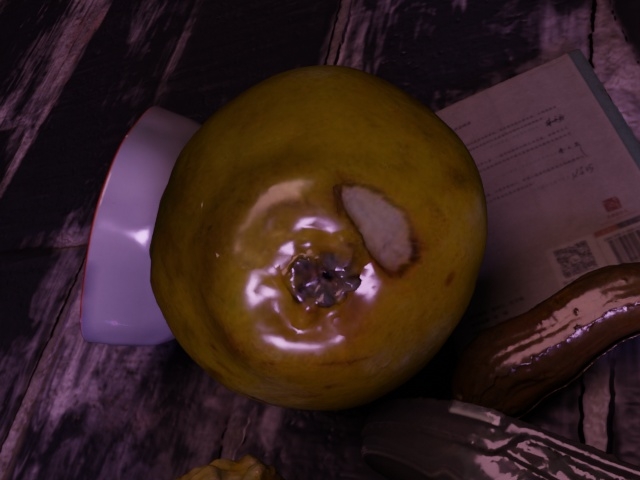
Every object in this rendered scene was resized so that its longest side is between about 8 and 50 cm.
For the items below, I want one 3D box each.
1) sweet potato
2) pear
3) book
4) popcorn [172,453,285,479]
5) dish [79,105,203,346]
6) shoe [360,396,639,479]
[{"bbox_3d":[0.197,0.066,0.474,0.233,0.081,0.062,-27,29,14],"label":"sweet potato"},{"bbox_3d":[0.000,0.000,0.511,0.269,0.269,0.321,-30,12,12],"label":"pear"},{"bbox_3d":[0.188,-0.043,0.594,0.215,0.025,0.282,-22,50,18],"label":"book"},{"bbox_3d":[-0.069,0.256,0.479,0.173,0.142,0.173,-2,81,13],"label":"popcorn"},{"bbox_3d":[-0.153,-0.006,0.680,0.117,0.256,0.256,14,60,-6],"label":"dish"},{"bbox_3d":[0.133,0.203,0.392,0.293,0.109,0.149,9,59,33],"label":"shoe"}]
